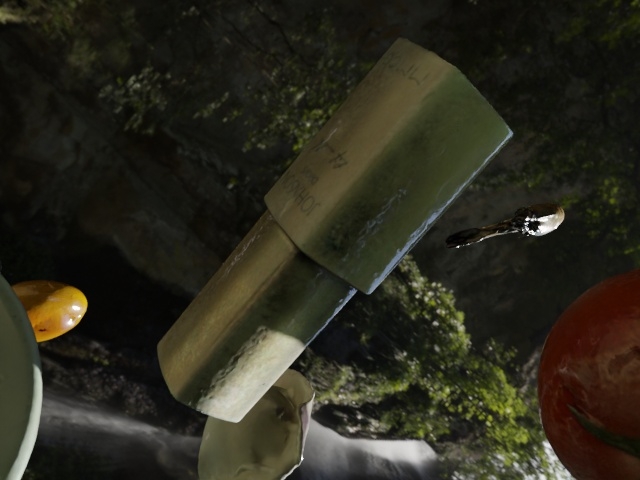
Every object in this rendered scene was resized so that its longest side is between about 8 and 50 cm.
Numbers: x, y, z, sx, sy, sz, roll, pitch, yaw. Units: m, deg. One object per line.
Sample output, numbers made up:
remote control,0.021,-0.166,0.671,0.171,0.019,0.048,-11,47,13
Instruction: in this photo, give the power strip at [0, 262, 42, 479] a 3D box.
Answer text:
power strip,-0.413,0.142,0.563,0.161,0.357,0.357,-40,-149,53

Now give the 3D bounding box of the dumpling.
dumpling,-0.065,0.224,0.760,0.127,0.108,0.188,-3,-144,27

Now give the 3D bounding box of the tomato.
tomato,0.356,0.148,0.660,0.265,0.265,0.265,-22,-134,25

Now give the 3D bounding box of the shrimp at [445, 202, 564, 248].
shrimp,0.286,-0.014,1.062,0.198,0.262,0.051,-19,-93,25

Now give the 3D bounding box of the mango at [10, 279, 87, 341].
mango,-0.354,0.087,0.839,0.060,0.114,0.080,47,-63,43

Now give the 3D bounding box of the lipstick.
lipstick,0.000,0.000,0.411,0.253,0.077,0.079,-49,-142,8
